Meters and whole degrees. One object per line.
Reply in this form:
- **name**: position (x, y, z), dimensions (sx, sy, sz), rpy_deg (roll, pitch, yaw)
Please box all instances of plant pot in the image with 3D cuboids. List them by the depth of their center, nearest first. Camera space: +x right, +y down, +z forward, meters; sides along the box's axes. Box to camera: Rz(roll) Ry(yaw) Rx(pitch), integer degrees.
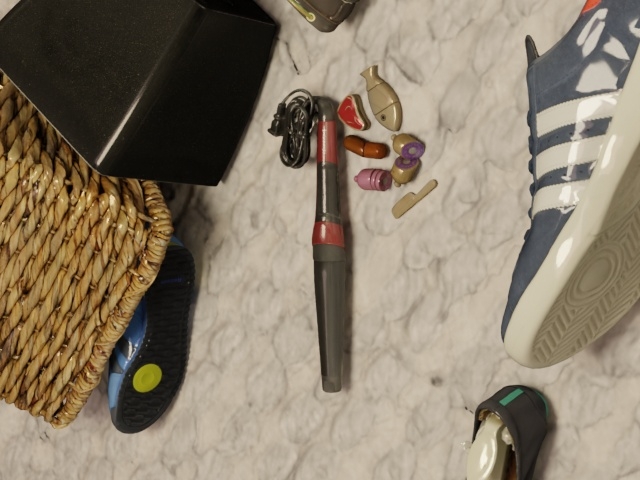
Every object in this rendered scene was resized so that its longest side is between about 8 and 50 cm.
- **plant pot**: position (-0.153, -0.174, 1.691), dimensions (0.187, 0.188, 0.167), rpy_deg (46, 109, 24)

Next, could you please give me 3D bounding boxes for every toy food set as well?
- **toy food set**: position (0.049, -0.083, 1.635), dimensions (0.078, 0.019, 0.122), rpy_deg (-41, 72, 36)

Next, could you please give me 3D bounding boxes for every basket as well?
- **basket**: position (-0.271, -0.006, 1.821), dimensions (0.223, 0.213, 0.299), rpy_deg (24, 125, -7)

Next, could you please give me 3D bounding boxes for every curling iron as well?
- **curling iron**: position (0.000, 0.000, 1.680), dimensions (0.068, 0.035, 0.274), rpy_deg (-2, 98, 50)

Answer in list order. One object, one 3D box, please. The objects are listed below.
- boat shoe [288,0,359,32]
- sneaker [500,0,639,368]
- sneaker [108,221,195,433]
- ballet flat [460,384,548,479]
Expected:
- **boat shoe**: position (-0.050, -0.275, 1.642), dimensions (0.228, 0.081, 0.069), rpy_deg (46, 119, 20)
- **sneaker**: position (0.204, -0.074, 1.455), dimensions (0.148, 0.131, 0.350), rpy_deg (37, 113, 36)
- **sneaker**: position (-0.174, 0.082, 1.820), dimensions (0.082, 0.069, 0.209), rpy_deg (33, 119, 48)
- **ballet flat**: position (0.141, 0.218, 1.581), dimensions (0.074, 0.074, 0.203), rpy_deg (22, 111, 34)
